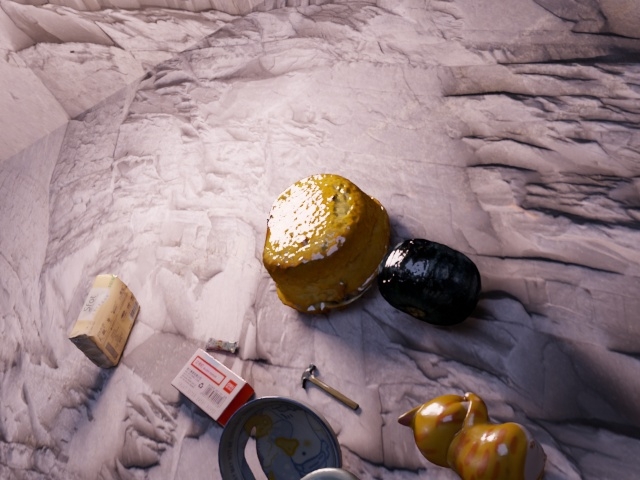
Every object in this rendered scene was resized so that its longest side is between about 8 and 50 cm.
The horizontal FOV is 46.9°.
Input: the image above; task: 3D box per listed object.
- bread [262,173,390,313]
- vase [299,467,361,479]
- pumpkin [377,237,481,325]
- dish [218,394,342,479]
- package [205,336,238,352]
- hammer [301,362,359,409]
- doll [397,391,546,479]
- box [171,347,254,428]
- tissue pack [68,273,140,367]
[{"bbox_3d":[0.001,0.002,1.887,0.336,0.204,0.358,-19,48,26],"label":"bread"},{"bbox_3d":[0.071,0.538,1.328,0.245,0.291,0.245,-17,46,19],"label":"vase"},{"bbox_3d":[0.239,0.094,1.633,0.233,0.233,0.163,8,70,38],"label":"pumpkin"},{"bbox_3d":[-0.072,0.463,1.600,0.273,0.134,0.274,0,90,17],"label":"dish"},{"bbox_3d":[-0.263,0.279,1.966,0.110,0.015,0.037,2,62,37],"label":"package"},{"bbox_3d":[0.019,0.350,1.716,0.182,0.017,0.062,26,72,43],"label":"hammer"},{"bbox_3d":[0.297,0.390,1.395,0.162,0.167,0.269,-46,41,-10],"label":"doll"},{"bbox_3d":[-0.279,0.371,1.876,0.229,0.050,0.123,23,68,44],"label":"box"},{"bbox_3d":[-0.616,0.233,2.121,0.090,0.186,0.222,2,55,20],"label":"tissue pack"}]
